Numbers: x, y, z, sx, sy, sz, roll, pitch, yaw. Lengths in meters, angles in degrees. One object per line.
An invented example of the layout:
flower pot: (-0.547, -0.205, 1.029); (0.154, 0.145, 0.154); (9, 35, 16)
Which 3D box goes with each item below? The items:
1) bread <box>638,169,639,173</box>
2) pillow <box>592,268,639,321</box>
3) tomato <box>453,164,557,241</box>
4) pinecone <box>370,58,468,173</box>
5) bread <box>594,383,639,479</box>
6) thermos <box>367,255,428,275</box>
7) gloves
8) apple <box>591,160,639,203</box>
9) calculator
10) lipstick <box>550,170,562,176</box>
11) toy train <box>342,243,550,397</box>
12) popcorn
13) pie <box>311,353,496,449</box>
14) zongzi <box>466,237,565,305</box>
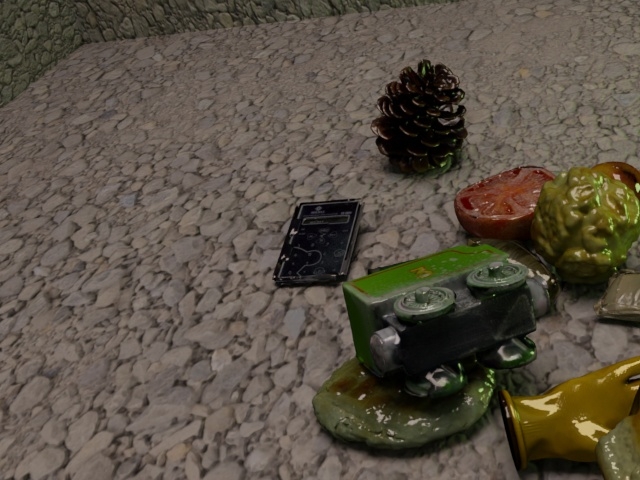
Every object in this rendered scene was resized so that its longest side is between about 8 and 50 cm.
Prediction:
bread: (0.727, -0.134, 2.060); (0.103, 0.049, 0.062); (-19, 37, -15)
pillow: (0.592, 0.103, 1.672); (0.208, 0.053, 0.119); (7, 46, 32)
tomato: (0.402, -0.065, 2.013); (0.237, 0.095, 0.236); (-13, 29, 7)
pinecone: (0.251, -0.311, 2.329); (0.246, 0.292, 0.246); (5, 55, -7)
bread: (0.502, 0.268, 1.199); (0.395, 0.239, 0.264); (-41, 23, -11)
thermos: (0.191, 0.073, 1.875); (0.188, 0.083, 0.073); (-13, 50, -5)
gloves: (0.417, 0.247, 1.401); (0.294, 0.133, 0.116); (-12, -6, 4)
apple: (0.586, -0.092, 1.932); (0.147, 0.146, 0.146); (-9, 29, 5)
calculator: (0.000, 0.000, 2.073); (0.166, 0.028, 0.274); (-6, 38, 18)
lipstick: (0.569, -0.096, 2.052); (0.186, 0.057, 0.063); (24, 39, 39)
toy train: (0.201, 0.122, 1.548); (0.307, 0.173, 0.249); (-17, 18, -16)
popcorn: (0.493, -0.023, 1.801); (0.181, 0.216, 0.235); (7, 53, -15)
pie: (0.142, 0.240, 1.584); (0.306, 0.071, 0.306); (-8, 28, 4)
zongzi: (0.401, 0.059, 1.819); (0.205, 0.094, 0.204); (27, 23, 38)
